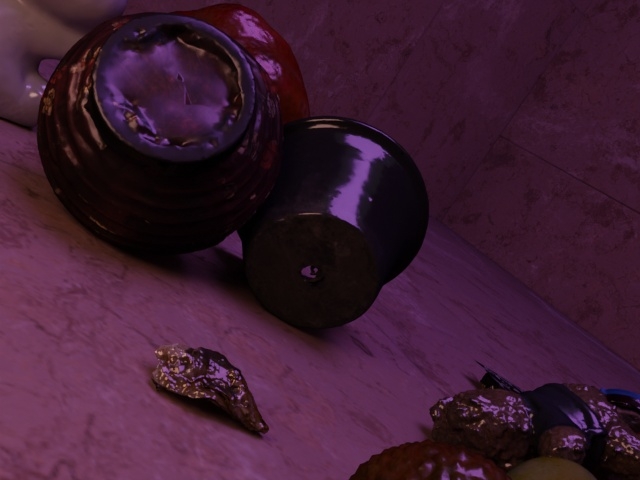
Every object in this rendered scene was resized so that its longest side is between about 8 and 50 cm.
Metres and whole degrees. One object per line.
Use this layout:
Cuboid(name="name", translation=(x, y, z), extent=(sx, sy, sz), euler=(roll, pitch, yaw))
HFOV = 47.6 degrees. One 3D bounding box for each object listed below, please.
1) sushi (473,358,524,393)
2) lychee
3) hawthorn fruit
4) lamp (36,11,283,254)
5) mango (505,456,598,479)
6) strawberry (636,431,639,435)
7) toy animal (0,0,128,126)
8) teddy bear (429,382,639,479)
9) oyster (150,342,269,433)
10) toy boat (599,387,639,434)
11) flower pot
Cuboid(name="sushi", translation=(0.275, 0.228, 1.009), extent=(0.126, 0.026, 0.120), euler=(33, 6, -29))
Cuboid(name="lychee", translation=(0.057, 0.165, 0.390), extent=(0.114, 0.114, 0.146), euler=(36, 30, 12))
Cuboid(name="hawthorn fruit", translation=(-0.139, -0.191, 1.106), extent=(0.287, 0.287, 0.330), euler=(37, -4, 21))
Cuboid(name="lamp", translation=(-0.151, -0.103, 0.709), extent=(0.247, 0.247, 0.247), euler=(32, 10, -6))
Cuboid(name="mango", translation=(0.158, 0.214, 0.454), extent=(0.130, 0.092, 0.195), euler=(27, 28, 4))
Cuboid(name="strawberry", translation=(0.500, 0.311, 0.937), extent=(0.190, 0.111, 0.236), euler=(17, 36, 40))
Cuboid(name="toy animal", translation=(-0.333, -0.327, 0.818), extent=(0.241, 0.367, 0.196), euler=(40, 5, -48))
Cuboid(name="teddy bear", translation=(0.232, 0.197, 0.696), extent=(0.251, 0.129, 0.182), euler=(21, -31, 2))
Cuboid(name="oyster", translation=(-0.074, 0.101, 0.510), extent=(0.093, 0.034, 0.051), euler=(33, 17, -26))
Cuboid(name="toy boat", translation=(0.572, 0.328, 1.235), extent=(0.223, 0.100, 0.097), euler=(40, 21, 24))
Cuboid(name="flower pot", translation=(0.000, 0.000, 0.792), extent=(0.235, 0.235, 0.148), euler=(32, 30, -9))
